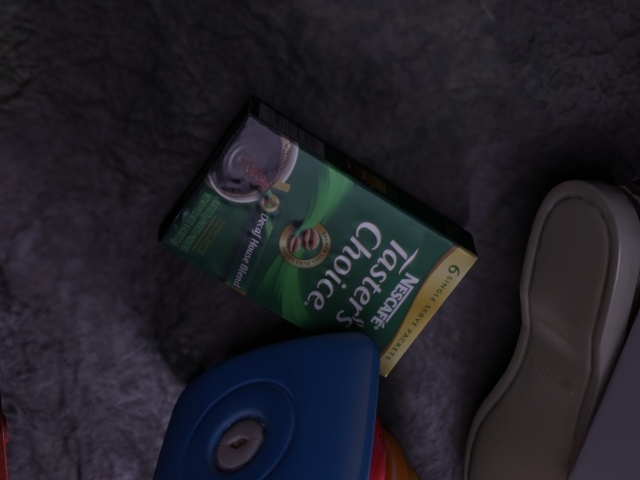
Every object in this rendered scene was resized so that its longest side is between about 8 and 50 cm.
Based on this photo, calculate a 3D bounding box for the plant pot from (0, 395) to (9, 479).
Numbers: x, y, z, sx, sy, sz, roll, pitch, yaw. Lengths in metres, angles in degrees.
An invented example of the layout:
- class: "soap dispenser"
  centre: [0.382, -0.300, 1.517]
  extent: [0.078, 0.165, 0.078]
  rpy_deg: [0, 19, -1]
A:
- class: "plant pot"
  centre: [-0.313, 0.158, 0.879]
  extent: [0.235, 0.267, 0.267]
  rpy_deg: [-5, 113, -15]

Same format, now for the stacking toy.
- class: "stacking toy"
  centre: [0.029, 0.216, 0.978]
  extent: [0.175, 0.166, 0.302]
  rpy_deg: [-19, 133, 29]

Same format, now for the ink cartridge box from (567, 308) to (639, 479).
- class: "ink cartridge box"
  centre: [0.336, 0.060, 0.865]
  extent: [0.272, 0.130, 0.309]
  rpy_deg: [6, 111, -33]

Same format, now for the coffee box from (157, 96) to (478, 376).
- class: "coffee box"
  centre: [0.000, 0.000, 0.930]
  extent: [0.184, 0.040, 0.113]
  rpy_deg: [33, 108, -15]

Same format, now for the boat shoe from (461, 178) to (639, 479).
- class: "boat shoe"
  centre: [0.177, 0.106, 0.948]
  extent: [0.096, 0.116, 0.324]
  rpy_deg: [-6, 121, -30]
